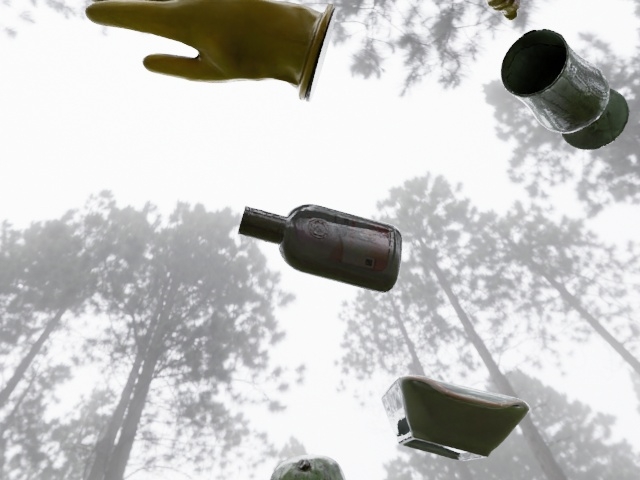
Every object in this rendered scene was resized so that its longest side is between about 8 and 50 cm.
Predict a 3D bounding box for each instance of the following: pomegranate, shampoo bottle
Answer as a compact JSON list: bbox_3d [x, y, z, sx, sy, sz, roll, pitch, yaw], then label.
[{"bbox_3d":[-0.022,0.513,1.043,0.152,0.191,0.131,-7,-28,10],"label":"pomegranate"},{"bbox_3d":[0.000,0.000,0.550,0.165,0.080,0.040,16,-32,-7],"label":"shampoo bottle"}]

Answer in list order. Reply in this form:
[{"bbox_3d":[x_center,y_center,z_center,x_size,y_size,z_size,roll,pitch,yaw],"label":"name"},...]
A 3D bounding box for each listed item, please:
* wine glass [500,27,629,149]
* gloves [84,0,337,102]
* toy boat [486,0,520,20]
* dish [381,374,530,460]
[{"bbox_3d":[0.342,-0.205,0.755,0.231,0.103,0.103,14,-64,-46],"label":"wine glass"},{"bbox_3d":[-0.136,-0.271,0.663,0.294,0.133,0.116,17,-36,-3],"label":"gloves"},{"bbox_3d":[0.080,-0.325,0.548,0.318,0.141,0.099,20,-31,-7],"label":"toy boat"},{"bbox_3d":[0.156,0.224,0.669,0.154,0.064,0.234,13,-25,5],"label":"dish"}]
